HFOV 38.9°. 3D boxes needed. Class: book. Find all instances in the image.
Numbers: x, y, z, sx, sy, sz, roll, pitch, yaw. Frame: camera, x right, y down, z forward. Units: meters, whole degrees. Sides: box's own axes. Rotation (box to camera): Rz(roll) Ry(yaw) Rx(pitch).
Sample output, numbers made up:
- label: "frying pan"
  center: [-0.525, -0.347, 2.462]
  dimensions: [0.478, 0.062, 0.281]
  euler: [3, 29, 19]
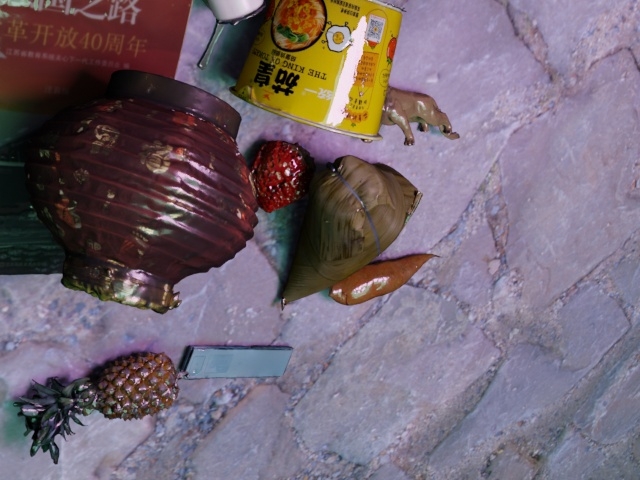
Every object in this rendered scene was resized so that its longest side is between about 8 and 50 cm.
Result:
- label: "book"
  center: [-0.292, -0.122, 0.952]
  dimensions: [0.262, 0.028, 0.374]
  euler: [1, 121, -33]

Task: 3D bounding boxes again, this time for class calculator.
- label: "calculator"
  center: [-0.118, 0.173, 1.285]
  dimensions: [0.172, 0.018, 0.057]
  euler: [5, 120, -36]

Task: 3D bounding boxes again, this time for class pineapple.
- label: "pineapple"
  center: [-0.274, 0.206, 1.161]
  dimensions: [0.221, 0.083, 0.103]
  euler: [-16, 128, -21]

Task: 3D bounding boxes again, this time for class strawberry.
- label: "strawberry"
  center: [-0.049, -0.078, 1.111]
  dimensions: [0.083, 0.083, 0.096]
  euler: [5, 122, -36]

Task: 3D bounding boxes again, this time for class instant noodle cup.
- label: "instant noodle cup"
  center: [0.005, -0.206, 0.994]
  dimensions: [0.182, 0.182, 0.144]
  euler: [7, 108, -37]

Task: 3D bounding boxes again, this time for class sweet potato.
- label: "sweet potato"
  center: [0.096, 0.052, 1.318]
  dimensions: [0.195, 0.056, 0.056]
  euler: [-17, 130, -27]

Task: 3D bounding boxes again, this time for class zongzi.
- label: "zongzi"
  center: [0.000, 0.000, 1.145]
  dimensions: [0.256, 0.115, 0.228]
  euler: [-42, 167, 13]

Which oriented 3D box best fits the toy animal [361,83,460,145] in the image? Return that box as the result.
- label: "toy animal"
  center: [0.107, -0.155, 1.163]
  dimensions: [0.219, 0.069, 0.086]
  euler: [15, 93, -42]

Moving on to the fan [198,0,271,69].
- label: "fan"
  center: [-0.095, -0.266, 0.991]
  dimensions: [0.113, 0.005, 0.175]
  euler: [13, 114, -39]

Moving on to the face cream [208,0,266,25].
- label: "face cream"
  center: [-0.118, -0.337, 0.894]
  dimensions: [0.092, 0.058, 0.244]
  euler: [-28, 123, -11]

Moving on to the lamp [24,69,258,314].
- label: "lamp"
  center: [-0.178, -0.044, 0.907]
  dimensions: [0.247, 0.247, 0.247]
  euler: [-17, 129, -22]
